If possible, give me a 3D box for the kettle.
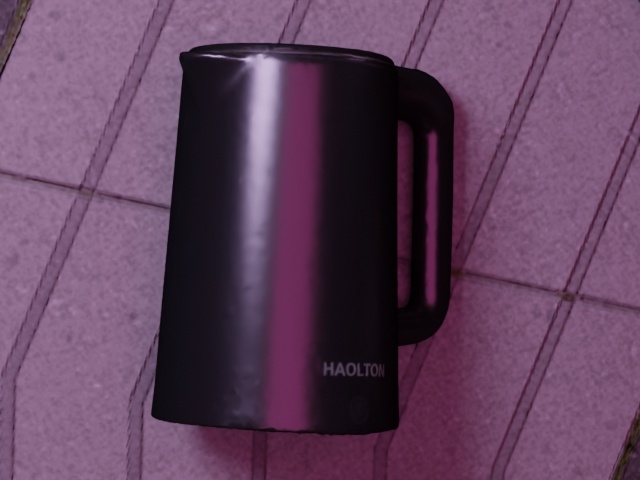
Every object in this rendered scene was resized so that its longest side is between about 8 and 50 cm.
[{"bbox_3d":[0.000,0.000,1.502,0.262,0.203,0.308,3,89,-10],"label":"kettle"}]
